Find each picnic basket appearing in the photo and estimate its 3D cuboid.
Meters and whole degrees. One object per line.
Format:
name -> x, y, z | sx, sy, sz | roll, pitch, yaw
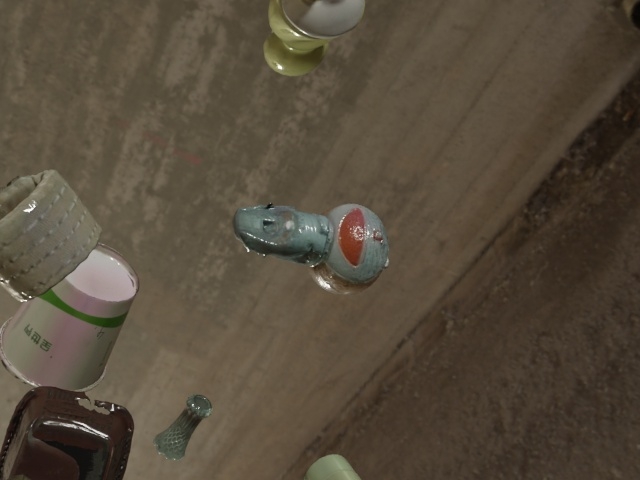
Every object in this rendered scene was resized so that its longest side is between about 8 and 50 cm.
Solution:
picnic basket -> -0.440, 0.412, 1.285 | 0.129, 0.222, 0.297 | -162, 90, -75

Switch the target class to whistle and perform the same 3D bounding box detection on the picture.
whistle -> 0.000, 0.000, 1.480 | 0.189, 0.347, 0.189 | -36, 46, 50

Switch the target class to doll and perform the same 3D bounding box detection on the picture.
doll -> -0.023, -0.328, 1.147 | 0.141, 0.117, 0.296 | -23, 1, -20

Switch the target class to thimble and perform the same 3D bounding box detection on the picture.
thimble -> -0.290, -0.007, 0.775 | 0.102, 0.090, 0.115 | -16, 34, 31

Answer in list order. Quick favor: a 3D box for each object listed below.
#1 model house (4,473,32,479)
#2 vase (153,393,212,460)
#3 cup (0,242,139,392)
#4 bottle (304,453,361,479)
model house -> -0.379, 0.418, 0.972 | 0.243, 0.204, 0.211 | 112, 167, -49
vase -> -0.298, 0.408, 1.698 | 0.149, 0.081, 0.081 | -53, 16, 20
cup -> -0.542, 0.162, 1.688 | 0.274, 0.253, 0.253 | -56, 16, 25
bottle -> 0.050, 0.361, 0.967 | 0.201, 0.072, 0.072 | 45, 113, 52
